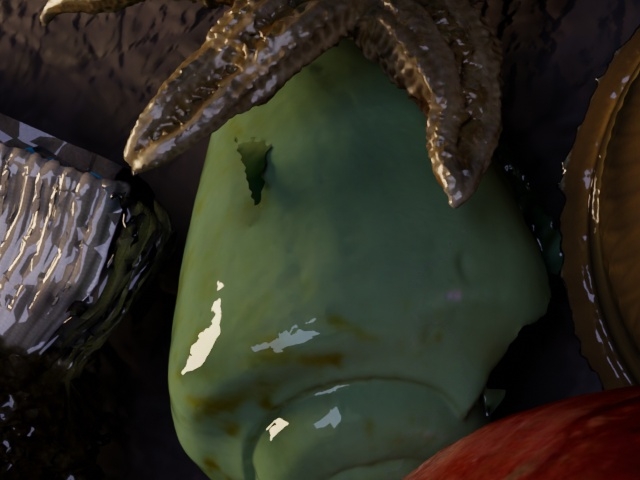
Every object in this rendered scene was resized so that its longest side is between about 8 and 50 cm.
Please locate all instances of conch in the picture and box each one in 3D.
[{"bbox_3d":[0.018,0.005,0.748,0.143,0.137,0.250,-27,43,48],"label":"conch"}]

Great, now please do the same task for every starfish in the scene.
[{"bbox_3d":[0.014,-0.099,0.739,0.277,0.062,0.235,-3,50,2],"label":"starfish"}]

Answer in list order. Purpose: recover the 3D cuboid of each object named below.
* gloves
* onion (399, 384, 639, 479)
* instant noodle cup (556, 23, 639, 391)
[{"bbox_3d":[-0.199,0.088,0.807,0.210,0.135,0.312,18,92,3],"label":"gloves"},{"bbox_3d":[0.125,0.192,0.504,0.341,0.341,0.341,-7,74,26],"label":"onion"},{"bbox_3d":[0.208,-0.021,0.634,0.274,0.091,0.274,-6,73,18],"label":"instant noodle cup"}]
